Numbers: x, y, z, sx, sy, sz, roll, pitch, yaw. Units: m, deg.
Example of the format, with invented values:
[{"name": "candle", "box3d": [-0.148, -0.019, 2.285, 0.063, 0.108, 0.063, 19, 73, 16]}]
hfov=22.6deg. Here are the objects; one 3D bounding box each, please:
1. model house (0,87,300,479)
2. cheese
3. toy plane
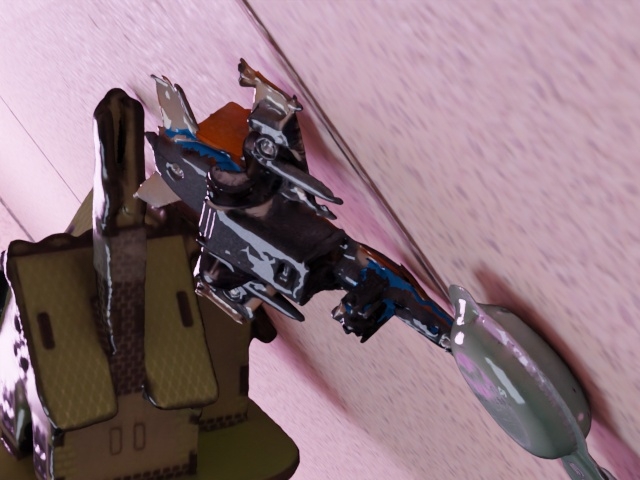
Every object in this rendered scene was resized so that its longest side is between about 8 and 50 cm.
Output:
[{"name": "model house", "box3d": [-0.137, 0.018, 1.050, 0.218, 0.205, 0.279, 32, 128, 56]}, {"name": "cheese", "box3d": [0.083, 0.065, 0.588, 0.121, 0.026, 0.067, 53, 169, -6]}, {"name": "toy plane", "box3d": [-0.008, 0.005, 0.670, 0.188, 0.062, 0.135, 43, 140, 25]}]
